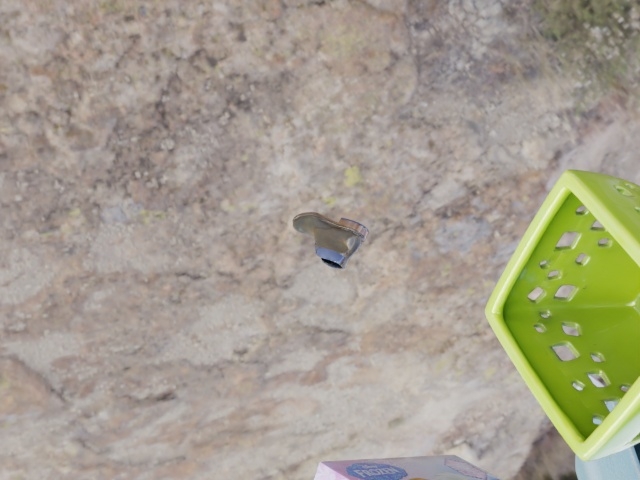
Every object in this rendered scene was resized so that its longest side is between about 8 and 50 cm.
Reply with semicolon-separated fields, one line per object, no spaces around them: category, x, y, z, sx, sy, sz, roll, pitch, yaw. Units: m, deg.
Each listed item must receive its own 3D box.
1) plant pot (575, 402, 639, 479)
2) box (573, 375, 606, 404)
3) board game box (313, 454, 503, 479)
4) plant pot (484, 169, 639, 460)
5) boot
plant pot;0.651;0.472;1.622;0.247;0.247;0.252;4;144;-17
box;0.597;0.357;1.838;0.101;0.102;0.087;-51;-174;5
board game box;0.201;0.369;1.031;0.319;0.318;0.065;14;94;-48
plant pot;0.350;0.074;0.885;0.207;0.228;0.227;-2;133;-26
boot;0.000;0.000;1.868;0.082;0.219;0.106;45;64;-41
